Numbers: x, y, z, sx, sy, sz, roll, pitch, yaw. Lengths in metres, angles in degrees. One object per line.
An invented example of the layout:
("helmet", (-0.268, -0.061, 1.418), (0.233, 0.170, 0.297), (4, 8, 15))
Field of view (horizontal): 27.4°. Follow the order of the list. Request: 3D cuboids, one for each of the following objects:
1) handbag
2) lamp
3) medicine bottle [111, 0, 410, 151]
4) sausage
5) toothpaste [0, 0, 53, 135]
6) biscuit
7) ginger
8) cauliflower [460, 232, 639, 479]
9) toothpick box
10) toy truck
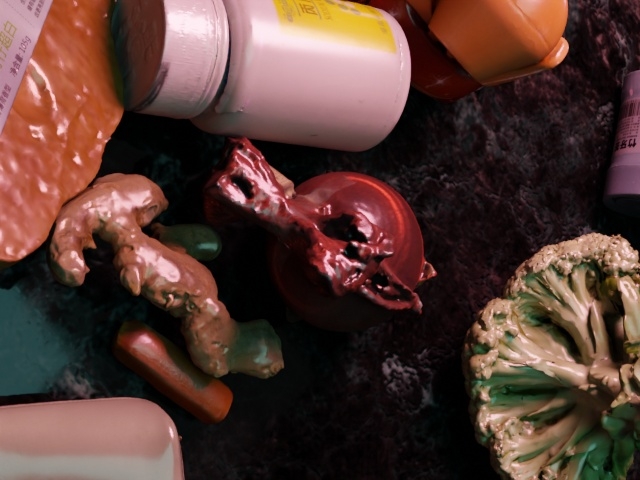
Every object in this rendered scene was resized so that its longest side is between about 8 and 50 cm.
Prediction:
("handbag", (-0.259, 0.252, 1.064), (0.315, 0.109, 0.241), (-7, 90, -30))
("lamp", (0.007, -0.008, 1.219), (0.215, 0.223, 0.151), (31, 71, 18))
("medicine bottle", (-0.056, -0.162, 1.199), (0.258, 0.143, 0.143), (3, 86, -33))
("sausage", (-0.136, 0.118, 1.188), (0.131, 0.041, 0.039), (42, 58, -25))
("toothpaste", (-0.246, -0.205, 0.994), (0.081, 0.067, 0.336), (42, 41, -34))
("biscuit", (-0.306, -0.179, 1.010), (0.365, 0.062, 0.385), (43, 40, -30))
("ginger", (-0.125, 0.029, 1.174), (0.259, 0.065, 0.149), (33, 46, -29))
("cauliflower", (0.291, 0.137, 1.351), (0.272, 0.250, 0.275), (-39, 113, -27))
("toothpick box", (0.388, -0.110, 1.519), (0.101, 0.101, 0.153), (19, 76, -32))
("toy truck", (0.168, -0.260, 1.297), (0.189, 0.239, 0.265), (44, 65, -25))
